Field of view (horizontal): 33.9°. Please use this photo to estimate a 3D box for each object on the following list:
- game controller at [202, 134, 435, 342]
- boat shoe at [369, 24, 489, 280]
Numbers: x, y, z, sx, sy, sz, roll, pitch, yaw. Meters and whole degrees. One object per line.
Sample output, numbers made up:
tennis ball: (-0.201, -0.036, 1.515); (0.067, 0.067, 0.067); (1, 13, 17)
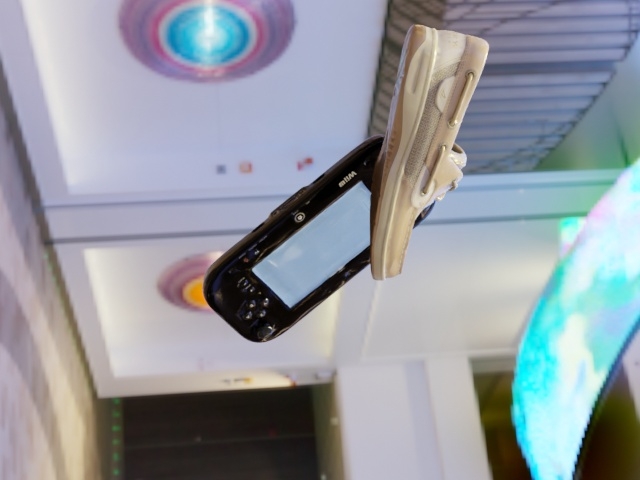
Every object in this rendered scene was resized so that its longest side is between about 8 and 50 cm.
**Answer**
game controller: (0.000, 0.000, 1.332); (0.067, 0.319, 0.166); (52, 2, 36)
boat shoe: (0.117, -0.087, 1.180); (0.109, 0.098, 0.302); (-90, -170, -66)
